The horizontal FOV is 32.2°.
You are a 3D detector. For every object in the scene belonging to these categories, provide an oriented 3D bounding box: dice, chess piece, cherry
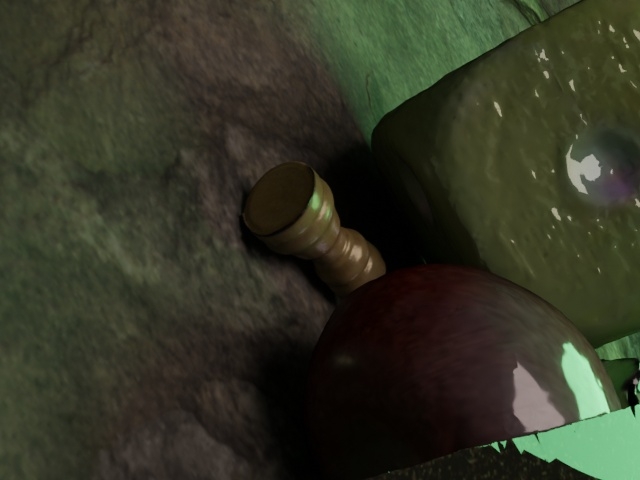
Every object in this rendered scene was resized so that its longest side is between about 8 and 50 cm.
[{"bbox_3d":[0.205,-0.051,0.946,0.254,0.252,0.250,62,-3,1],"label":"dice"},{"bbox_3d":[0.000,0.000,0.840,0.122,0.066,0.066,46,33,-43],"label":"chess piece"},{"bbox_3d":[0.111,0.126,0.751,0.239,0.206,0.239,14,53,-20],"label":"cherry"}]

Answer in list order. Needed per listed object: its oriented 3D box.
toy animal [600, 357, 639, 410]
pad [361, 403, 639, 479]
[{"bbox_3d":[0.256,0.238,0.923,0.267,0.212,0.213,48,32,-29],"label":"toy animal"},{"bbox_3d":[0.117,0.211,0.575,0.330,0.004,0.220,0,77,-48],"label":"pad"}]
